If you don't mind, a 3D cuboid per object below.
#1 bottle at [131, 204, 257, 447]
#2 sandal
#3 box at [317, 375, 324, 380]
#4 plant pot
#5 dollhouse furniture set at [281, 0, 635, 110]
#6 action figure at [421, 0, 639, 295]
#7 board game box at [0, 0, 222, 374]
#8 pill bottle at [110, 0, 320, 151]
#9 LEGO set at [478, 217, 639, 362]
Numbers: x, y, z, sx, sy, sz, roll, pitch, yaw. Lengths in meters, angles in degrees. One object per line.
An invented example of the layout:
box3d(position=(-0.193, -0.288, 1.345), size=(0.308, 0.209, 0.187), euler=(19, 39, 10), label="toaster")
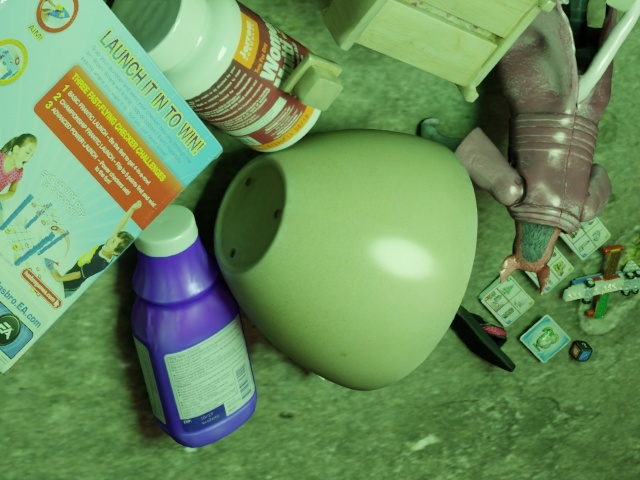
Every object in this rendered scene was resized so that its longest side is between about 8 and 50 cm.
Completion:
box3d(position=(-0.145, 0.091, 2.089), size=(0.118, 0.092, 0.283), euler=(-31, 132, -24), label="bottle")
box3d(position=(0.202, 0.111, 2.419), size=(0.040, 0.067, 0.179), euler=(-56, 135, -15), label="sandal")
box3d(position=(0.031, 0.054, 2.255), size=(0.207, 0.036, 0.114), euler=(-51, 136, -3), label="box")
box3d(position=(0.000, 0.000, 2.041), size=(0.191, 0.284, 0.284), euler=(19, 103, -33), label="plant pot")
box3d(position=(0.153, -0.278, 1.978), size=(0.303, 0.174, 0.355), euler=(19, 122, -41), label="dollhouse furniture set")
box3d(position=(0.276, -0.121, 2.175), size=(0.248, 0.276, 0.370), euler=(9, 83, -26), label="action figure")
box3d(position=(-0.284, -0.081, 1.749), size=(0.302, 0.086, 0.308), euler=(-46, 136, -8), label="board game box")
box3d(position=(-0.103, -0.182, 1.934), size=(0.221, 0.121, 0.121), euler=(30, 95, -47), label="pill bottle")
box3d(position=(0.321, 0.063, 2.518), size=(0.182, 0.060, 0.244), euler=(-42, 135, 5), label="LEGO set")
